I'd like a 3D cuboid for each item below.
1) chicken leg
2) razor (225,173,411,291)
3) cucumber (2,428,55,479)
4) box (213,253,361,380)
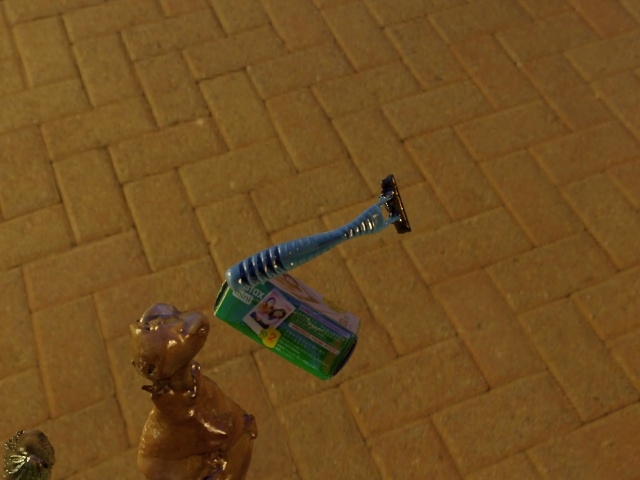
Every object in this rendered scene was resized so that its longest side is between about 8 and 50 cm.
[{"bbox_3d":[-0.112,0.138,0.687,0.087,0.251,0.107,18,51,20],"label":"chicken leg"},{"bbox_3d":[0.000,0.000,1.019,0.253,0.082,0.042,-23,16,-18],"label":"razor"},{"bbox_3d":[-0.405,0.308,1.142,0.077,0.265,0.077,2,84,-18],"label":"cucumber"},{"bbox_3d":[-0.051,0.130,1.425,0.250,0.180,0.103,30,98,1],"label":"box"}]
